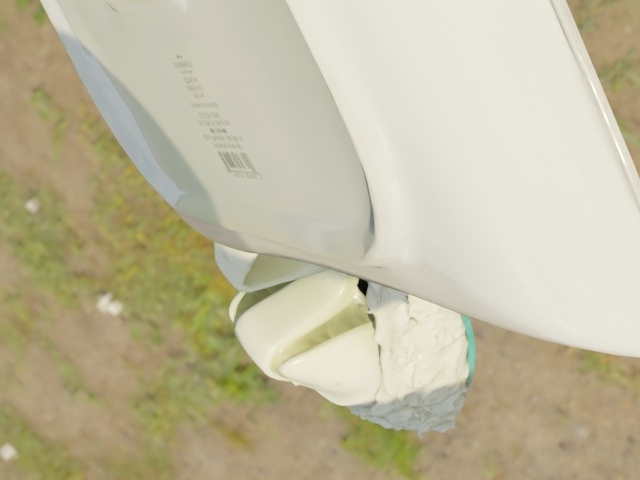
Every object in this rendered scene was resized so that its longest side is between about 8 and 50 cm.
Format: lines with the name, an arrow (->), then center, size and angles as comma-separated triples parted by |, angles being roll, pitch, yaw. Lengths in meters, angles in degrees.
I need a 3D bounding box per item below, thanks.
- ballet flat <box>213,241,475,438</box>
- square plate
ballet flat -> 0.000, 0.000, 1.005 | 0.147, 0.147, 0.409 | 26, 149, 24
square plate -> -0.056, -0.124, 0.524 | 0.344, 0.049, 0.347 | 64, 164, -14
